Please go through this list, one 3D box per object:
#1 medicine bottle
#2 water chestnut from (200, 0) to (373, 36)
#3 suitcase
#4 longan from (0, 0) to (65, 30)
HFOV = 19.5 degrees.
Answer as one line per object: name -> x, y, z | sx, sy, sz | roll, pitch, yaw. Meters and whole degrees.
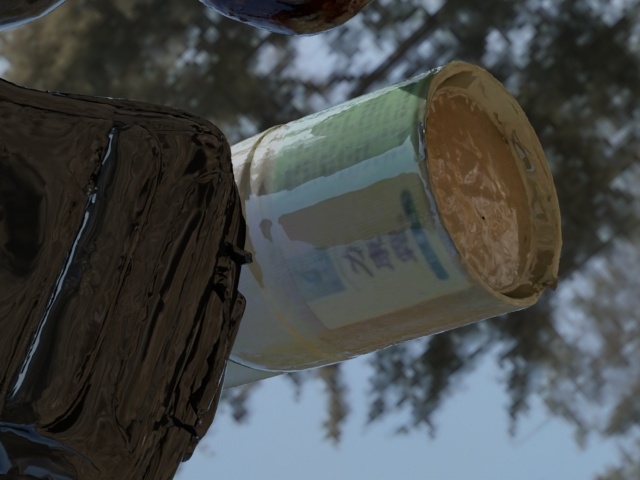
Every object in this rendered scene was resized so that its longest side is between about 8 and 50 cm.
medicine bottle -> 0.000, 0.000, 1.779 | 0.235, 0.406, 0.236 | 30, -129, -45
water chestnut -> -0.030, -0.300, 1.766 | 0.224, 0.223, 0.238 | 51, -170, 8
suitcase -> -0.229, 0.052, 1.433 | 0.339, 0.188, 0.345 | 11, -121, 8
longan -> -0.325, -0.337, 1.705 | 0.319, 0.319, 0.319 | 39, -156, -21
